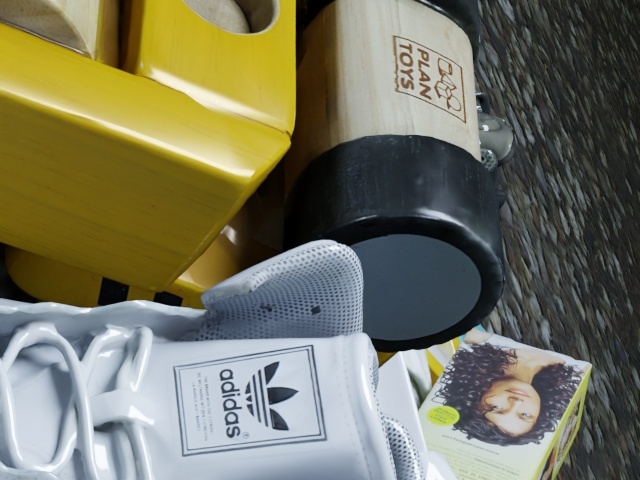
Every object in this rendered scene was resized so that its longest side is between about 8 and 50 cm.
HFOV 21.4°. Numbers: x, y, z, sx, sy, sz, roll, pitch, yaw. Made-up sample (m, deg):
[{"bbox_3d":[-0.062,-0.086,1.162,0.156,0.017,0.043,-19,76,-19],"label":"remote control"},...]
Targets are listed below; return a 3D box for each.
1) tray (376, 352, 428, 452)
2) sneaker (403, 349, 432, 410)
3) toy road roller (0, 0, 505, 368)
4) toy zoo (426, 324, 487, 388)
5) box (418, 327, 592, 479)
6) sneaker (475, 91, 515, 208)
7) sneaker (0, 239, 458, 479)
[{"bbox_3d":[-0.030,0.052,0.927,0.030,0.145,0.270,134,-55,-64],"label":"tray"},{"bbox_3d":[0.000,0.000,1.033,0.292,0.108,0.169,57,21,-37],"label":"sneaker"},{"bbox_3d":[-0.087,-0.040,0.760,0.329,0.240,0.202,22,45,-25],"label":"toy road roller"},{"bbox_3d":[0.104,0.125,1.298,0.293,0.030,0.192,47,30,-46],"label":"toy zoo"},{"bbox_3d":[0.086,0.144,0.999,0.232,0.087,0.058,-53,152,-50],"label":"box"},{"bbox_3d":[0.051,-0.083,1.189,0.227,0.130,0.087,42,28,-26],"label":"sneaker"},{"bbox_3d":[-0.101,0.050,0.572,0.366,0.210,0.137,47,30,-48],"label":"sneaker"}]
